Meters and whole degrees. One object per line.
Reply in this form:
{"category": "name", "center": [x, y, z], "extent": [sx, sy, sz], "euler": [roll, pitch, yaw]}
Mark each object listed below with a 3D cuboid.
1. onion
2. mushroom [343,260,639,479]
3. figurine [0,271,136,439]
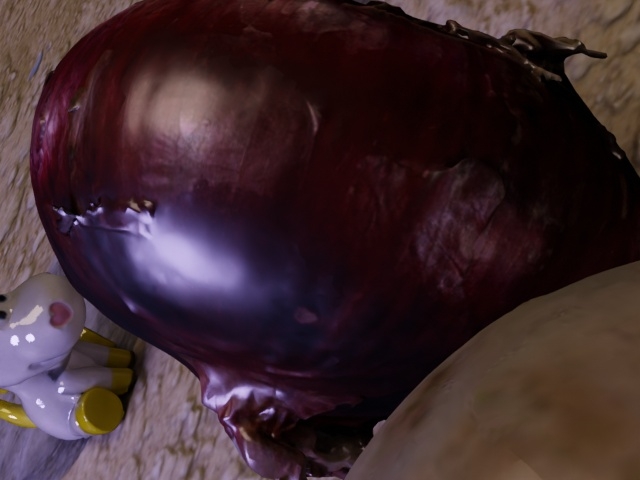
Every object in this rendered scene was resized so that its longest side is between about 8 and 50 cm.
{"category": "onion", "center": [0.000, 0.000, 0.805], "extent": [0.314, 0.314, 0.232], "euler": [5, 70, 61]}
{"category": "mushroom", "center": [0.136, 0.151, 0.520], "extent": [0.297, 0.297, 0.290], "euler": [-62, -11, 0]}
{"category": "figurine", "center": [-0.224, 0.086, 1.261], "extent": [0.129, 0.178, 0.109], "euler": [-20, 47, 15]}
